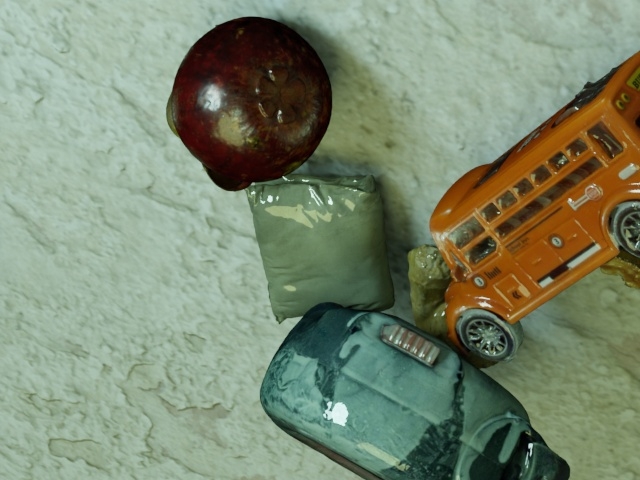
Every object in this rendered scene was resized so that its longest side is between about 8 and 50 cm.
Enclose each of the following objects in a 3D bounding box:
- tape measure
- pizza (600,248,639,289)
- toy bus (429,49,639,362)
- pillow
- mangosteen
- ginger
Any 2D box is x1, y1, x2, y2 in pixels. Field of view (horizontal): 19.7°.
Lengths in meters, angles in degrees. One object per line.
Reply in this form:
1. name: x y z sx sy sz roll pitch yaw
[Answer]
1. tape measure: 0.082 0.165 1.768 0.275 0.147 0.256 32 171 -8
2. pizza: 0.288 0.025 1.745 0.083 0.016 0.037 27 138 -9
3. toy bus: 0.212 -0.027 1.633 0.153 0.143 0.329 46 138 -4
4. pillow: 0.000 0.000 1.811 0.134 0.078 0.181 2 135 15
5. mangosteen: -0.082 -0.126 1.671 0.181 0.156 0.146 9 176 42
6. ginger: 0.132 0.078 1.836 0.096 0.067 0.165 24 146 37
